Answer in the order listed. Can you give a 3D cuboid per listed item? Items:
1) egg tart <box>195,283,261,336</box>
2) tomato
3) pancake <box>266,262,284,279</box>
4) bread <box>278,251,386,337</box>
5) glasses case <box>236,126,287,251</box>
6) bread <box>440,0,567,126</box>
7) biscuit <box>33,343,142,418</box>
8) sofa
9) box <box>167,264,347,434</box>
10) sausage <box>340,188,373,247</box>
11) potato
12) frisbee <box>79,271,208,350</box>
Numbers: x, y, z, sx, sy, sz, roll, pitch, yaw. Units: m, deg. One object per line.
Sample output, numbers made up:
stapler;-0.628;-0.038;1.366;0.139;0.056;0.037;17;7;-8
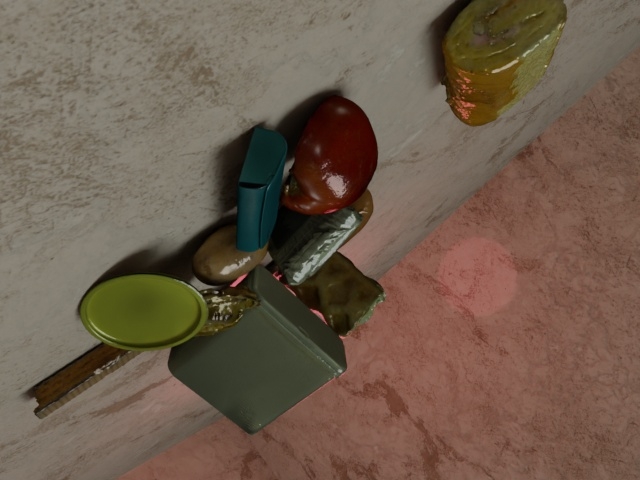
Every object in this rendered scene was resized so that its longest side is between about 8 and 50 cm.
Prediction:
egg tart;-0.259;0.151;1.547;0.278;0.095;0.279;-7;171;-1
tomato;0.029;-0.141;1.357;0.200;0.139;0.233;-58;175;-28
pancake;-0.089;0.078;2.154;0.286;0.033;0.288;-41;168;6
bread;0.041;0.145;2.147;0.238;0.252;0.196;-37;165;-30
glasses case;-0.108;-0.078;1.337;0.301;0.070;0.117;112;-7;-69
bread;0.354;-0.371;1.505;0.236;0.165;0.375;-38;169;6
biscuit;-0.472;0.262;1.657;0.378;0.054;0.094;-34;168;-21
sofa;0.000;0.000;1.605;0.210;0.176;0.225;-47;-155;3
box;-0.168;0.303;1.991;0.343;0.352;0.177;-40;-158;18
sausage;0.024;-0.050;1.791;0.241;0.136;0.120;-36;145;4
potato;-0.184;0.025;1.510;0.178;0.109;0.118;-34;-166;-32
frisbee;-0.330;0.135;1.393;0.235;0.017;0.236;-5;137;-5
